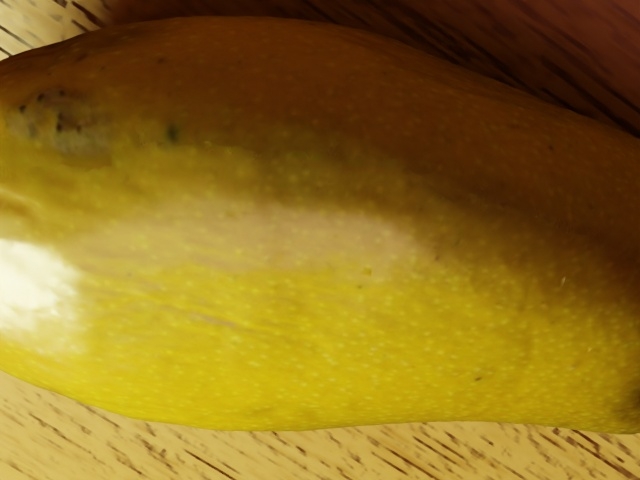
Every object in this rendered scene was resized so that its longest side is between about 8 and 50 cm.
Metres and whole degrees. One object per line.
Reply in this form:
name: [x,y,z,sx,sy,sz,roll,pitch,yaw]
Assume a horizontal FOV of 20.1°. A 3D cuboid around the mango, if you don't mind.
mango: [0.002,-0.002,0.710,0.359,0.144,0.187,4,143,0]
